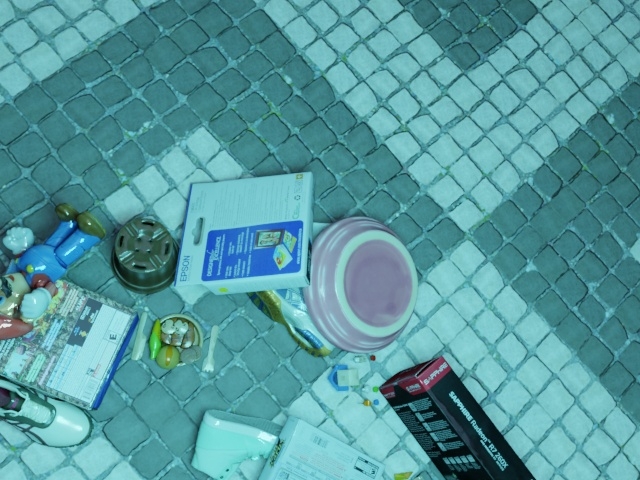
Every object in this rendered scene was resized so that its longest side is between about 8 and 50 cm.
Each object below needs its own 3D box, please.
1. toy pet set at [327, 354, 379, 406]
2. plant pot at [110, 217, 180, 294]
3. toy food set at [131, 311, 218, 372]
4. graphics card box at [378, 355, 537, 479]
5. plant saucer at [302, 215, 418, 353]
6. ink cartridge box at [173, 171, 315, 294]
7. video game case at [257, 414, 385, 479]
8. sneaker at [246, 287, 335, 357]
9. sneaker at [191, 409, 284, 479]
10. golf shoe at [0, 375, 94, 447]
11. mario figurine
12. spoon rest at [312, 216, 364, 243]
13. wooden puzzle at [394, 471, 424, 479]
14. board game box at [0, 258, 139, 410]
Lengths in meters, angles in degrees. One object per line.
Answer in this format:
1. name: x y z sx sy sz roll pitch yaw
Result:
1. toy pet set: 0.079 0.340 1.755 0.114 0.065 0.122 9 74 -48
2. plant pot: -0.401 0.030 1.666 0.167 0.165 0.167 3 76 -12
3. toy food set: -0.336 0.236 1.694 0.192 0.038 0.132 10 75 -9
4. graphics card box: 0.312 0.451 1.670 0.094 0.233 0.371 -34 84 -25
5. plant saucer: 0.114 0.103 1.732 0.332 0.084 0.332 5 81 -35
6. ink cartridge box: -0.170 -0.017 1.707 0.307 0.072 0.303 -6 55 13
7. video game case: -0.012 0.559 1.622 0.269 0.061 0.244 35 71 -25
8. sneaker: -0.062 0.142 1.750 0.296 0.112 0.131 46 63 -6
9. sneaker: -0.168 0.486 1.652 0.256 0.094 0.151 20 94 -19
10. golf shoe: -0.625 0.372 1.561 0.273 0.120 0.105 24 71 -6
11. mario figurine: -0.590 0.055 1.464 0.170 0.198 0.320 39 67 -13
12. spoon rest: 0.000 0.000 1.798 0.276 0.084 0.137 -21 81 -16
13. wooden puzzle: 0.222 0.606 1.732 0.078 0.014 0.116 -14 79 -10
14. board game box: -0.582 0.212 1.596 0.291 0.141 0.232 24 73 -5
